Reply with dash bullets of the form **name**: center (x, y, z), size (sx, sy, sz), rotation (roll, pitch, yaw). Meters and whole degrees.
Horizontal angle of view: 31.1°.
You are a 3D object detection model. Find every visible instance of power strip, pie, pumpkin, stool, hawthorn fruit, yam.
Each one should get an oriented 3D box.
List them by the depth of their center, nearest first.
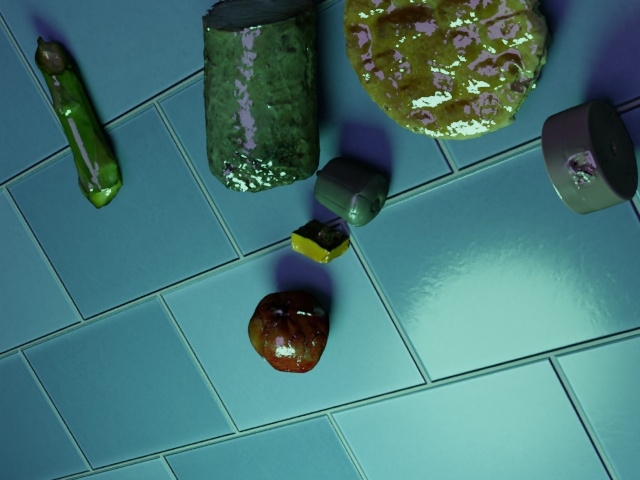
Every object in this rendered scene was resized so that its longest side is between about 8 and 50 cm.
- **power strip**: center (0.375, -0.115, 1.605), size (0.078, 0.154, 0.154), rotation (-18, 103, 37)
- **pie**: center (0.178, -0.306, 1.688), size (0.339, 0.083, 0.339), rotation (15, 123, 24)
- **yam**: center (-0.095, -0.237, 1.835), size (0.195, 0.195, 0.300), rotation (14, 120, 27)
- **stool**: center (0.049, -0.082, 1.885), size (0.110, 0.096, 0.096), rotation (31, 128, 24)
- **pumpkin**: center (0.000, 0.000, 1.972), size (0.083, 0.074, 0.054), rotation (28, 121, 19)
- **hawthorn fruit**: center (-0.051, 0.172, 2.062), size (0.148, 0.148, 0.172), rotation (14, 140, 28)

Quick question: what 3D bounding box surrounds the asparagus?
- **asparagus**: center (-0.452, -0.220, 2.158), size (0.085, 0.082, 0.343), rotation (27, 136, 67)
